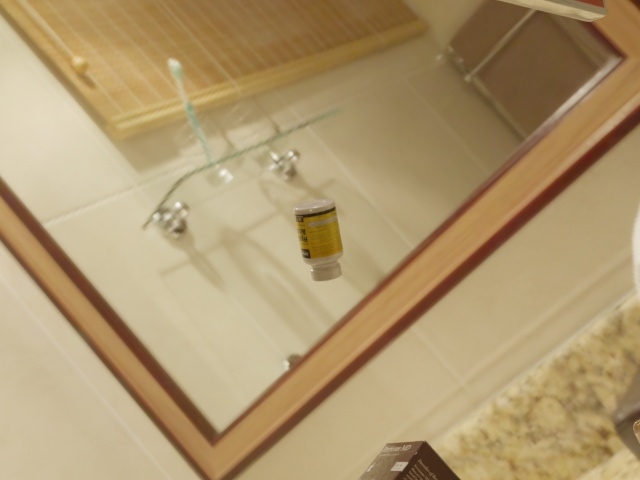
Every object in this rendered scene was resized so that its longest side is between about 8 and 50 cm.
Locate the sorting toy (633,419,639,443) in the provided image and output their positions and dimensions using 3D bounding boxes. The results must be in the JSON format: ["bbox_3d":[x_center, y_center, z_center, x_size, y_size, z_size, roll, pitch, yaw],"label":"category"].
[{"bbox_3d":[0.731,0.388,1.778,0.193,0.038,0.208,-31,20,12],"label":"sorting toy"}]

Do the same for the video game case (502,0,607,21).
[{"bbox_3d":[0.202,-0.366,0.900,0.025,0.285,0.204,-15,-6,41],"label":"video game case"}]

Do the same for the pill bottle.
[{"bbox_3d":[0.000,0.000,1.377,0.065,0.116,0.065,-11,12,2],"label":"pill bottle"}]

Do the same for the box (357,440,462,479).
[{"bbox_3d":[0.164,0.533,1.822,0.203,0.167,0.168,-45,7,-28],"label":"box"}]
